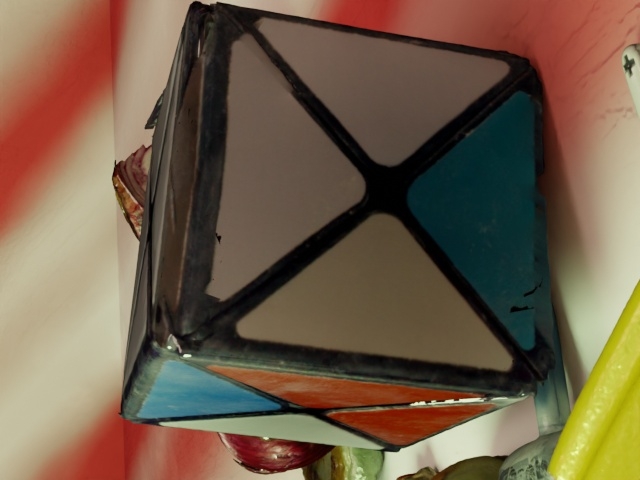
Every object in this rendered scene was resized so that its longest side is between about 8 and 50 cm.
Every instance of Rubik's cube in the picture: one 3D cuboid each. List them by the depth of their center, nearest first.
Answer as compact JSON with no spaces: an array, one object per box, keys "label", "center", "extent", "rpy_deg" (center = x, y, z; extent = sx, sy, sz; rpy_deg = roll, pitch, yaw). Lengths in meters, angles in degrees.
[{"label":"Rubik's cube","center":[0.000,0.000,0.937],"extent":[0.305,0.307,0.310],"rpy_deg":[128,147,-65]}]

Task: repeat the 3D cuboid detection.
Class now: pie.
[{"label":"pie","center":[0.017,0.273,1.390],"extent":[0.240,0.054,0.240],"rpy_deg":[176,90,-71]}]

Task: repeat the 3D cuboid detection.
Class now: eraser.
[{"label":"eraser","center":[0.239,0.105,0.643],"extent":[0.158,0.069,0.226],"rpy_deg":[53,135,44]}]

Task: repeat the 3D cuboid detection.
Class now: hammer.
[{"label":"hammer","center":[0.186,0.131,0.881],"extent":[0.116,0.070,0.193],"rpy_deg":[128,141,-63]}]

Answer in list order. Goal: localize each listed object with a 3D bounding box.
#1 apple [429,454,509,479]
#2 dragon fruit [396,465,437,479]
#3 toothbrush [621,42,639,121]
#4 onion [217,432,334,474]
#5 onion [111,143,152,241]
[{"label":"apple","center":[0.163,0.356,0.912],"extent":[0.179,0.254,0.346],"rpy_deg":[-29,62,24]},{"label":"dragon fruit","center":[0.092,0.307,1.159],"extent":[0.162,0.083,0.106],"rpy_deg":[119,143,-61]},{"label":"toothbrush","center":[0.243,0.008,0.724],"extent":[0.030,0.030,0.303],"rpy_deg":[140,122,-66]},{"label":"onion","center":[-0.026,0.111,1.212],"extent":[0.314,0.232,0.313],"rpy_deg":[7,-90,-80]},{"label":"onion","center":[-0.195,-0.049,1.671],"extent":[0.206,0.216,0.207],"rpy_deg":[59,164,17]}]
